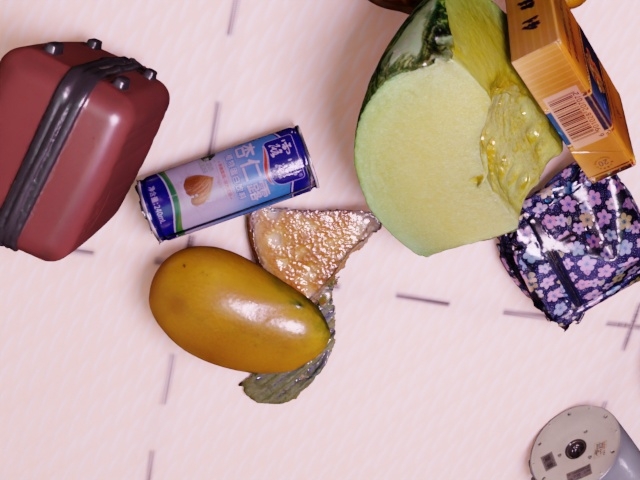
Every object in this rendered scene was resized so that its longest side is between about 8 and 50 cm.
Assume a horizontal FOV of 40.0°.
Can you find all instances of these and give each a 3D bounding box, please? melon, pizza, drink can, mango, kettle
[{"bbox_3d":[0.174,-0.163,1.096,0.331,0.226,0.343,-45,131,-1],"label":"melon"},{"bbox_3d":[0.000,0.000,1.270,0.195,0.052,0.185,-23,104,4],"label":"pizza"},{"bbox_3d":[-0.126,-0.077,1.203,0.235,0.097,0.097,-19,110,-1],"label":"drink can"},{"bbox_3d":[-0.117,0.107,1.227,0.255,0.175,0.139,28,58,-1],"label":"mango"},{"bbox_3d":[0.450,0.414,1.433,0.211,0.160,0.243,-33,117,23],"label":"kettle"}]

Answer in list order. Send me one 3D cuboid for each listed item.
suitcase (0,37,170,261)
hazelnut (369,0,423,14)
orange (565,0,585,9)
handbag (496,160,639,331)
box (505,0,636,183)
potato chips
[{"bbox_3d":[-0.305,-0.116,1.059,0.161,0.297,0.236,27,102,-7],"label":"suitcase"},{"bbox_3d":[0.109,-0.384,1.077,0.230,0.229,0.229,-2,108,-8],"label":"hazelnut"},{"bbox_3d":[0.334,-0.356,1.195,0.086,0.062,0.086,16,140,14],"label":"orange"},{"bbox_3d":[0.372,0.007,1.287,0.208,0.127,0.228,-31,110,9],"label":"handbag"},{"bbox_3d":[0.321,-0.206,1.130,0.070,0.152,0.237,-22,132,27],"label":"box"},{"bbox_3d":[-0.032,0.175,1.337,0.092,0.028,0.207,41,100,-19],"label":"potato chips"}]
